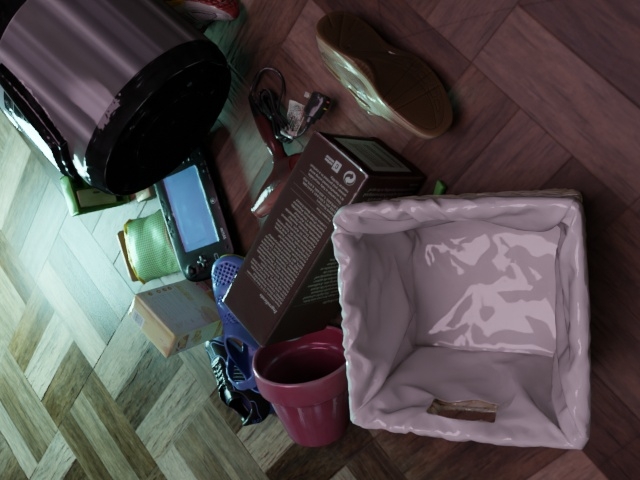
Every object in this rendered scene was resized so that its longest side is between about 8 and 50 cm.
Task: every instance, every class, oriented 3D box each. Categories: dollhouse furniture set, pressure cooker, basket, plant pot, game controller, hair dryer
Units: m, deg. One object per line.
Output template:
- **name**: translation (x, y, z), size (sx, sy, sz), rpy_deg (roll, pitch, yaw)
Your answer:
- **dollhouse furniture set**: translation (-0.458, -0.041, 1.537), size (0.197, 0.151, 0.302), rpy_deg (-18, 89, 37)
- **pressure cooker**: translation (-0.434, -0.339, 1.267), size (0.420, 0.375, 0.370), rpy_deg (42, 114, 6)
- **basket**: translation (0.222, 0.086, 0.959), size (0.328, 0.266, 0.332), rpy_deg (-1, 100, 23)
- **plant pot**: translation (-0.019, 0.292, 1.275), size (0.201, 0.201, 0.180), rpy_deg (9, 120, 35)
- **game controller**: translation (-0.283, -0.070, 1.456), size (0.166, 0.067, 0.320), rpy_deg (-18, 90, 38)
- **hair dryer**: translation (-0.075, -0.177, 1.293), size (0.223, 0.080, 0.294), rpy_deg (33, 113, 44)

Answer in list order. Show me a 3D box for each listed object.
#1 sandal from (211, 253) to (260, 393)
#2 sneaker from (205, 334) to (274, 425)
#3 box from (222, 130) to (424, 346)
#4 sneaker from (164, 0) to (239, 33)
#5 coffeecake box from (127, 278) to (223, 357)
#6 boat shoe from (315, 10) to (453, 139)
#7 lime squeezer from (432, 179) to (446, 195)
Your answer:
- **sandal**: translation (-0.157, 0.183, 1.366), size (0.126, 0.138, 0.318), rpy_deg (-19, 90, 23)
- **sneaker**: translation (-0.199, 0.311, 1.463), size (0.232, 0.090, 0.081), rpy_deg (46, 123, 19)
- **box**: translation (0.000, 0.000, 1.169), size (0.143, 0.191, 0.382), rpy_deg (43, 117, 27)
- **sneaker**: translation (-0.252, -0.461, 1.348), size (0.225, 0.088, 0.093), rpy_deg (11, 123, 36)
- **coffeecake box**: translation (-0.306, 0.165, 1.449), size (0.142, 0.185, 0.068), rpy_deg (40, 121, 23)
- **boat shoe**: translation (0.105, -0.269, 1.116), size (0.302, 0.109, 0.098), rpy_deg (45, 162, 19)
- **lime squeezer**: translation (0.143, 0.040, 1.174), size (0.110, 0.058, 0.310), rpy_deg (50, 125, 16)
